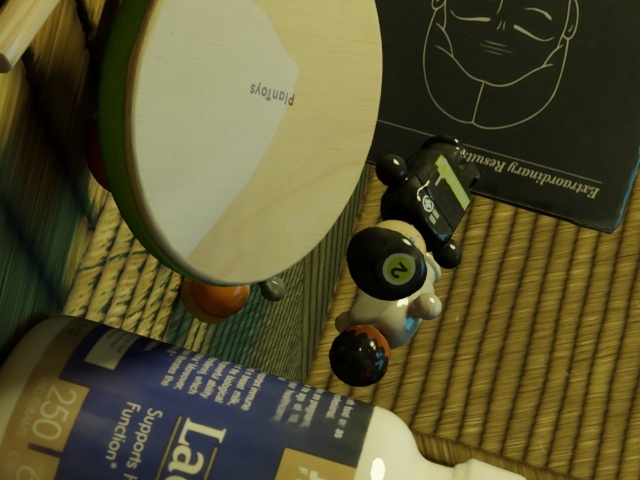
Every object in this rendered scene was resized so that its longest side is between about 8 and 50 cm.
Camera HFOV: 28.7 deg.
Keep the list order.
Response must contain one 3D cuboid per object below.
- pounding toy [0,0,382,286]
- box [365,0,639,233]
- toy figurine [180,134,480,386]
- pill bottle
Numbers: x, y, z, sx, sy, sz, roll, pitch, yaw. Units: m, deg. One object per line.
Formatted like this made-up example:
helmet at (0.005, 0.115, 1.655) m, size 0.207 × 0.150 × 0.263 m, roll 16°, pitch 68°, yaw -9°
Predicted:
pounding toy at (-0.076, -0.090, 0.601) m, size 0.183 × 0.110 × 0.237 m, roll -61°, pitch 142°, yaw -18°
box at (0.176, -0.246, 1.117) m, size 0.212 × 0.293 × 0.396 m, roll -53°, pitch 159°, yaw -75°
toy figurine at (0.000, 0.000, 0.966) m, size 0.148 × 0.213 × 0.210 m, roll -56°, pitch 168°, yaw -40°
pill bottle at (-0.038, 0.143, 0.639) m, size 0.153 × 0.264 × 0.153 m, roll 15°, pitch 90°, yaw -85°
